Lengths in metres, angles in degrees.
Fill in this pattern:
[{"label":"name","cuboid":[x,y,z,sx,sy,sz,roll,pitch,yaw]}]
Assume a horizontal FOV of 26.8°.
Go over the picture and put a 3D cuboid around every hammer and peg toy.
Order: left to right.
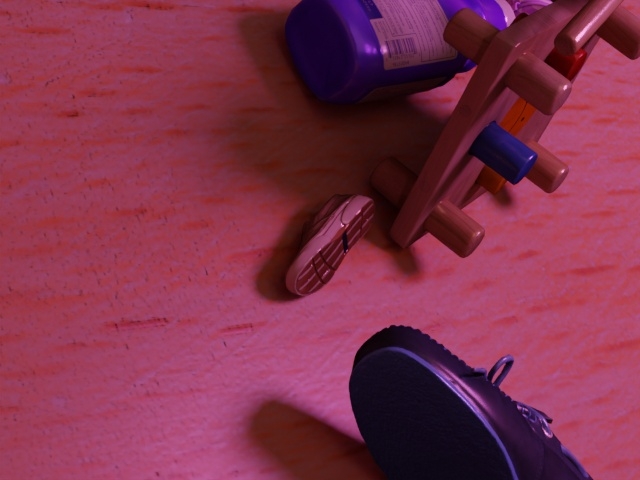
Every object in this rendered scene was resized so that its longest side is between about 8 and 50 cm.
[{"label":"hammer and peg toy","cuboid":[0.198,-0.165,1.263,0.127,0.361,0.266,40,42,16]}]

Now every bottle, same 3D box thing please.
[{"label":"bottle","cuboid":[0.094,-0.212,1.387,0.282,0.092,0.118,-16,76,-45]}]

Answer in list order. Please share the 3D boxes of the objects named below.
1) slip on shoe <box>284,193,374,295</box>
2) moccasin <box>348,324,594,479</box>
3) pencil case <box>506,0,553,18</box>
[{"label":"slip on shoe","cuboid":[0.000,0.000,1.214,0.041,0.051,0.135,20,48,24]},{"label":"moccasin","cuboid":[0.146,0.193,1.169,0.342,0.137,0.117,51,37,-22]},{"label":"pencil case","cuboid":[0.262,-0.319,1.600,0.088,0.086,0.206,39,44,-32]}]
